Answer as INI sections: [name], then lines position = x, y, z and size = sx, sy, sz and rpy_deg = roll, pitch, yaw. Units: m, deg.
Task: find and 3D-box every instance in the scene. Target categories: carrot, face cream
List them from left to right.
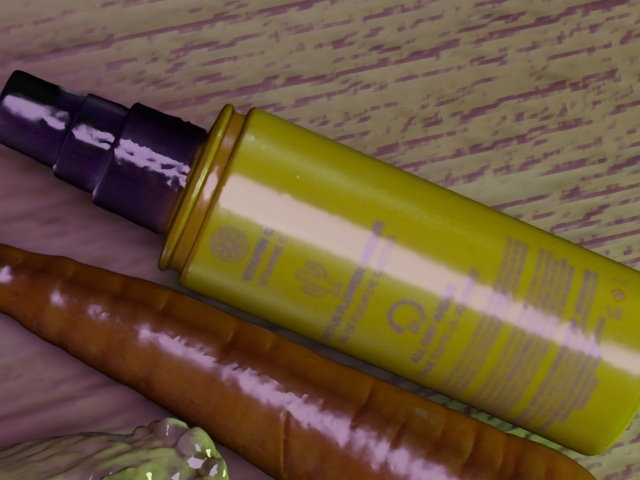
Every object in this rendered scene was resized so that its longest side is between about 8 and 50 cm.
[carrot]
position = -0.007, 0.069, 0.746
size = 0.336, 0.069, 0.069
rpy_deg = 27, 77, 3
[face cream]
position = 0.000, 0.000, 0.745
size = 0.273, 0.078, 0.078
rpy_deg = 23, 78, -4

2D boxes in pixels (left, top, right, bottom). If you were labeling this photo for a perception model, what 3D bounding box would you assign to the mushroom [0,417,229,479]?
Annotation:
[mushroom]
position = -0.196, 0.193, 0.660
size = 0.177, 0.126, 0.397
rpy_deg = 46, 76, -10
